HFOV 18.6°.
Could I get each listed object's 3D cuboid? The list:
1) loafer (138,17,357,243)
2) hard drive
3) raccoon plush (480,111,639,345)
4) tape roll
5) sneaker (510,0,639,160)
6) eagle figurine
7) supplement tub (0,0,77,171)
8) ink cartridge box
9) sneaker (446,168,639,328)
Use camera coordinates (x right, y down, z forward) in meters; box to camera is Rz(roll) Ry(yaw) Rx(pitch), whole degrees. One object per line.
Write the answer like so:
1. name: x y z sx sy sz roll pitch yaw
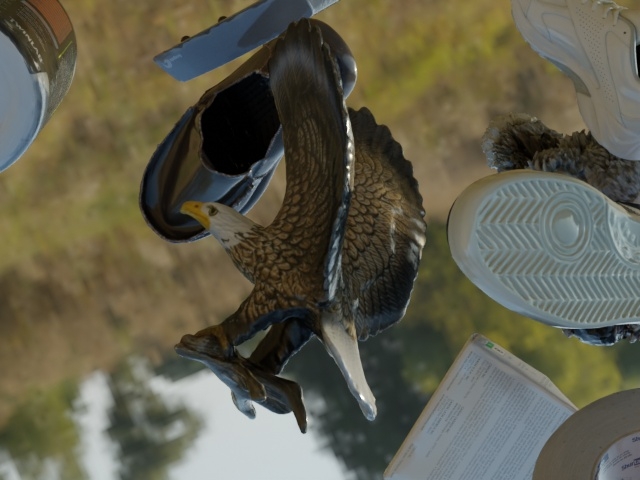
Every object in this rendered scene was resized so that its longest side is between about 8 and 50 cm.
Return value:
1. loafer: -0.111 -0.114 2.190 0.130 0.134 0.366 -33 169 -49
2. hard drive: -0.069 -0.273 2.393 0.255 0.054 0.172 -22 -171 39
3. raccoon plush: 0.251 -0.078 2.132 0.216 0.299 0.446 -42 -136 -13
4. tape roll: 0.294 0.227 1.684 0.219 0.072 0.219 -9 -141 7
5. sneaker: 0.269 -0.195 1.834 0.090 0.232 0.115 -17 157 -48
6. eagle figurine: -0.010 -0.006 1.635 0.298 0.225 0.226 -58 -164 -11
7. supplement tub: -0.397 -0.203 2.262 0.207 0.207 0.338 -23 -166 9
8. ink cartridge box: 0.202 0.229 1.983 0.181 0.225 0.056 -59 174 16
9. sneaker: 0.218 0.016 1.726 0.350 0.131 0.148 14 175 -39
